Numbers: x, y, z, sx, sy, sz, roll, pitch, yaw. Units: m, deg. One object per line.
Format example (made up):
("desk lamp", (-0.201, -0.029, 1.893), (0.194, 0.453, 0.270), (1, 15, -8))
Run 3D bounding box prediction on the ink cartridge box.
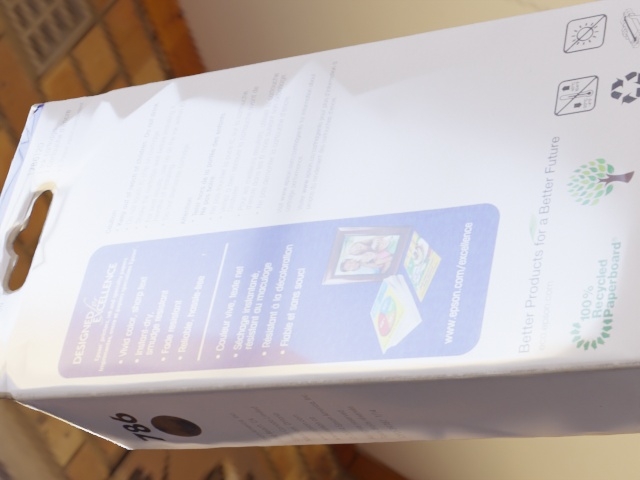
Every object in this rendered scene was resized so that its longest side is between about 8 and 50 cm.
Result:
("ink cartridge box", (0.000, 0.000, 0.622), (0.333, 0.165, 0.065), (-5, -32, 30))
